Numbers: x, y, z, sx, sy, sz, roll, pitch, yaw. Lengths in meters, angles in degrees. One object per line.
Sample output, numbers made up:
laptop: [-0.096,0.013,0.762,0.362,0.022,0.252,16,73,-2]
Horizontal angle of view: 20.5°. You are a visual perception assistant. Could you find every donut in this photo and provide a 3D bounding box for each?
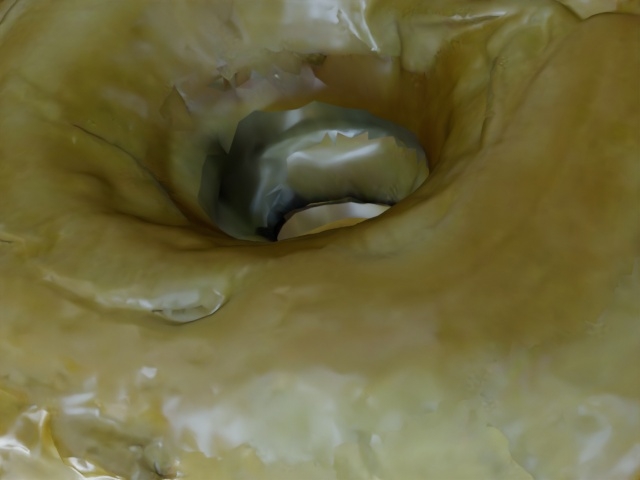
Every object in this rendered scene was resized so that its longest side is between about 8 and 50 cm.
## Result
donut: [0.000,0.000,0.768,0.449,0.449,0.198,-12,136,6]
